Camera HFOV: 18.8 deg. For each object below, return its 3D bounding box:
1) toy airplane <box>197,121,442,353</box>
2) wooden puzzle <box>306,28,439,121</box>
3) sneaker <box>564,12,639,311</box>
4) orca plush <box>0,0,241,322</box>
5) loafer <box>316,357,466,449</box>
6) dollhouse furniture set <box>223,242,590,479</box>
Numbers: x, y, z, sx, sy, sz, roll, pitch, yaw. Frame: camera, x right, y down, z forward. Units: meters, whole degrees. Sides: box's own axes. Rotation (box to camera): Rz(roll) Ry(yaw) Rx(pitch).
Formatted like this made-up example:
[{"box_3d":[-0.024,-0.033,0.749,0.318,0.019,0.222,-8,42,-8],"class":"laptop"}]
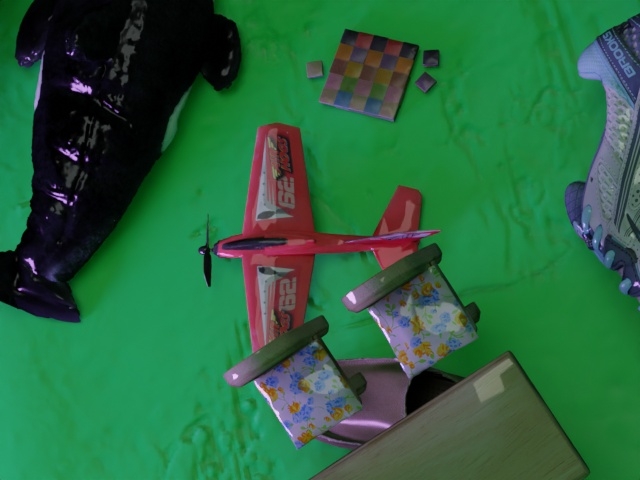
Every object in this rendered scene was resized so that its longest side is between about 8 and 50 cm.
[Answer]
[{"box_3d":[0.000,0.000,1.137,0.151,0.028,0.151,-4,74,15],"class":"toy airplane"},{"box_3d":[0.031,-0.100,1.170,0.083,0.006,0.049,15,78,20],"class":"wooden puzzle"},{"box_3d":[0.201,0.002,1.052,0.122,0.110,0.283,-14,66,31],"class":"sneaker"},{"box_3d":[-0.151,-0.102,1.174,0.151,0.102,0.287,29,84,23],"class":"orca plush"},{"box_3d":[0.047,0.091,1.083,0.148,0.050,0.056,3,74,17],"class":"loafer"},{"box_3d":[0.013,0.153,0.981,0.242,0.161,0.212,-34,86,15],"class":"dollhouse furniture set"}]
